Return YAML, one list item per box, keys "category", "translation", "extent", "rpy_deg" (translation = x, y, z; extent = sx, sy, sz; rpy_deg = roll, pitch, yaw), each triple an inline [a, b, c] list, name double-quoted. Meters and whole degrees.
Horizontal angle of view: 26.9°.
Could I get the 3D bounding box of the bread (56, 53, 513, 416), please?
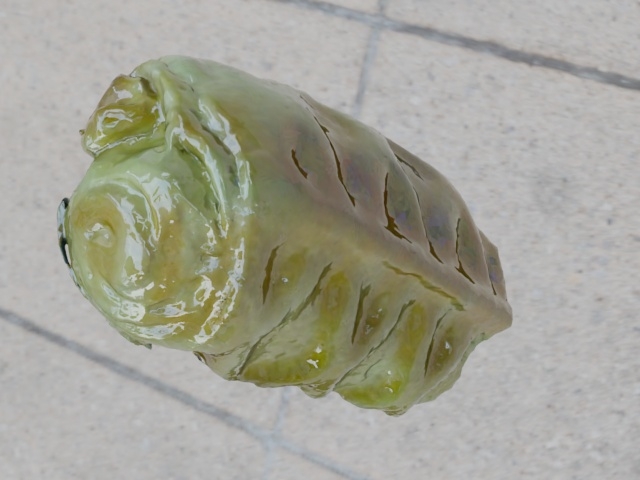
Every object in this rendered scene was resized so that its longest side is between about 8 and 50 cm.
- category: "bread"
  translation: [0.000, 0.000, 0.564]
  extent: [0.088, 0.232, 0.128]
  rpy_deg: [-17, 67, 38]
